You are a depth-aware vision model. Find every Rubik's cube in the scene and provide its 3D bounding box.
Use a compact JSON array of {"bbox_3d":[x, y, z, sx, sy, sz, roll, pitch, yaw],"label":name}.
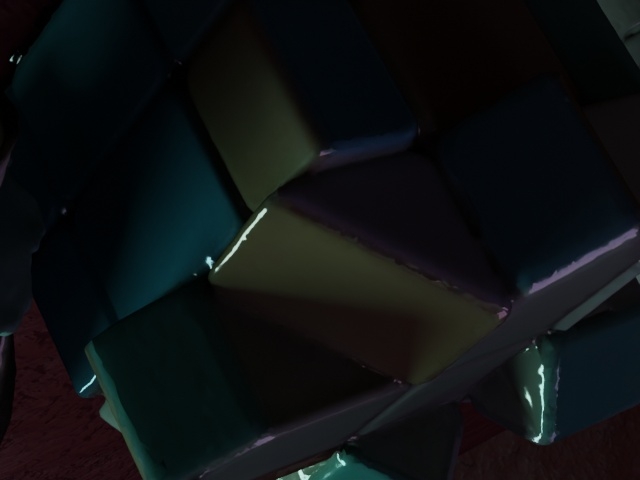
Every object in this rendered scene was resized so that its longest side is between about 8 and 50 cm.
[{"bbox_3d":[0.000,0.000,0.512,0.224,0.213,0.265,-14,160,-42],"label":"Rubik's cube"}]

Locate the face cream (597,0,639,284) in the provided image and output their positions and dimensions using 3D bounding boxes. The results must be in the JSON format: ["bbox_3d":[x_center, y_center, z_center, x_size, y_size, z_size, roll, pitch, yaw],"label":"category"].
[{"bbox_3d":[0.207,-0.064,0.759,0.177,0.153,0.177,-26,162,-9],"label":"face cream"}]

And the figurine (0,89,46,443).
[{"bbox_3d":[-0.163,0.015,0.471,0.110,0.138,0.245,-37,166,-38],"label":"figurine"}]
